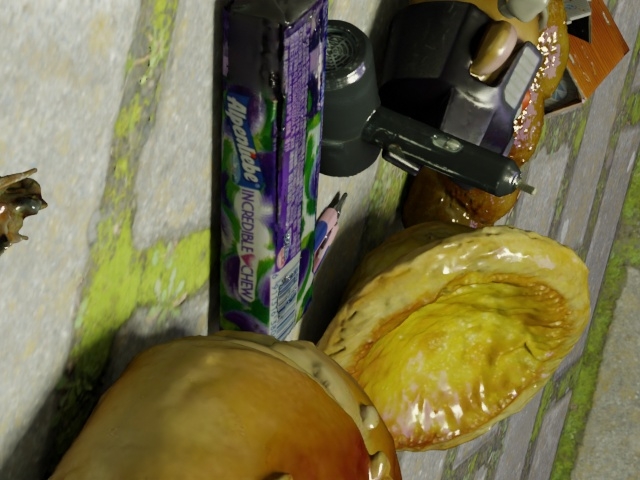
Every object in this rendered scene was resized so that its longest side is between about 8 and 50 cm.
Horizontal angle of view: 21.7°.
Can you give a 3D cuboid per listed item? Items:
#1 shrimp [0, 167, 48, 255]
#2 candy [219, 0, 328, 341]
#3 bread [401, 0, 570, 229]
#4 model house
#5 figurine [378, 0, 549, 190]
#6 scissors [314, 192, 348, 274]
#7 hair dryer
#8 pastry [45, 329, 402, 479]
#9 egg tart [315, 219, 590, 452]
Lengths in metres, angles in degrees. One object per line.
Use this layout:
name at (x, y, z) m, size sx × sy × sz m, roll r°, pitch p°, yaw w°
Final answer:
shrimp at (-0.223, 0.042, 0.869) m, size 0.251 × 0.052 × 0.143 m, roll -39°, pitch 153°, yaw -46°
candy at (-0.038, -0.054, 1.271) m, size 0.088 × 0.061 × 0.312 m, roll -50°, pitch 152°, yaw -49°
bread at (0.171, -0.137, 1.676) m, size 0.084 × 0.124 × 0.344 m, roll -1°, pitch 116°, yaw -51°
model house at (0.254, -0.214, 1.834) m, size 0.219 × 0.136 × 0.207 m, roll -46°, pitch 149°, yaw -53°
figurine at (0.138, -0.192, 1.510) m, size 0.308 × 0.143 × 0.308 m, roll 21°, pitch 90°, yaw -82°
scissors at (0.000, 0.000, 1.497) m, size 0.039 × 0.012 × 0.113 m, roll 83°, pitch 30°, yaw -50°
hair dryer at (0.072, -0.084, 1.309) m, size 0.071 × 0.219 × 0.124 m, roll -54°, pitch 157°, yaw -25°
pastry at (-0.064, 0.257, 1.185) m, size 0.409 × 0.245 × 0.410 m, roll 19°, pitch 90°, yaw -73°
egg tart at (0.111, 0.078, 1.625) m, size 0.319 × 0.128 × 0.319 m, roll -16°, pitch 141°, yaw -14°
